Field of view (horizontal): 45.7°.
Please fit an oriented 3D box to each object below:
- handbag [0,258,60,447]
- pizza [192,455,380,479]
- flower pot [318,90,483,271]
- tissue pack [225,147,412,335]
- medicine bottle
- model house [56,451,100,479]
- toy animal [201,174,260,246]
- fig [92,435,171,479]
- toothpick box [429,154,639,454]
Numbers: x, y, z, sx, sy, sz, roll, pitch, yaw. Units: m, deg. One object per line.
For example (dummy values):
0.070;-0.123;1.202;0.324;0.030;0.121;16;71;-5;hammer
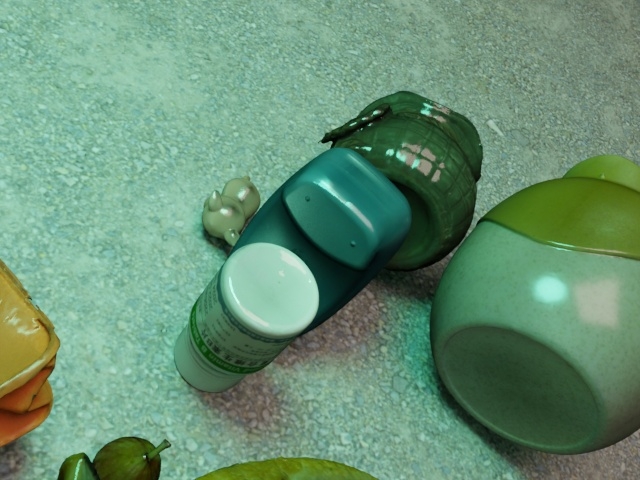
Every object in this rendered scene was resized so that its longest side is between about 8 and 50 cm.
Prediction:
-0.511;0.082;0.839;0.410;0.116;0.303;42;44;22;handbag
-0.110;0.428;0.800;0.440;0.130;0.406;7;98;-45;pizza
0.122;-0.103;1.316;0.301;0.302;0.213;36;44;-6;flower pot
0.000;0.000;1.166;0.198;0.287;0.206;43;31;4;tissue pack
-0.112;0.115;1.047;0.139;0.237;0.139;17;52;-23;medicine bottle
-0.338;0.380;0.777;0.239;0.173;0.268;-4;55;2;model house
-0.146;-0.055;1.248;0.083;0.089;0.150;31;39;-6;toy animal
-0.230;0.277;0.940;0.089;0.125;0.089;20;49;-25;fig
0.419;0.102;1.266;0.409;0.409;0.425;43;55;0;toothpick box
